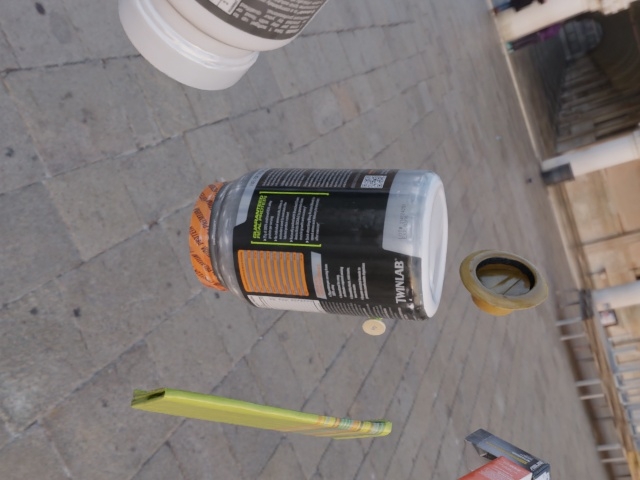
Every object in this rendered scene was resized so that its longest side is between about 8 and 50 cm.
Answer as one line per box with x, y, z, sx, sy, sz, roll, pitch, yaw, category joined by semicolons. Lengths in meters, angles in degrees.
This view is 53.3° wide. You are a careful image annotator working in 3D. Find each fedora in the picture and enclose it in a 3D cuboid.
0.377;0.099;1.340;0.194;0.194;0.079;-71;173;-51;fedora

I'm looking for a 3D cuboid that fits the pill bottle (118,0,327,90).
-0.059;-0.335;0.666;0.210;0.363;0.210;24;47;-29;pill bottle

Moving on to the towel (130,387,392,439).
-0.053;0.165;0.613;0.237;0.102;0.021;18;63;-28;towel

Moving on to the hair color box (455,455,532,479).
0.210;0.360;0.848;0.167;0.053;0.093;-2;107;-46;hair color box

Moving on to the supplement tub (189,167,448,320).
0.000;0.000;0.848;0.193;0.315;0.194;4;90;-71;supplement tub

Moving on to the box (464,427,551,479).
0.396;0.535;1.336;0.056;0.183;0.231;-20;111;-31;box

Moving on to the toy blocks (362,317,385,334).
0.131;0.124;1.469;0.148;0.054;0.123;-76;167;-48;toy blocks
